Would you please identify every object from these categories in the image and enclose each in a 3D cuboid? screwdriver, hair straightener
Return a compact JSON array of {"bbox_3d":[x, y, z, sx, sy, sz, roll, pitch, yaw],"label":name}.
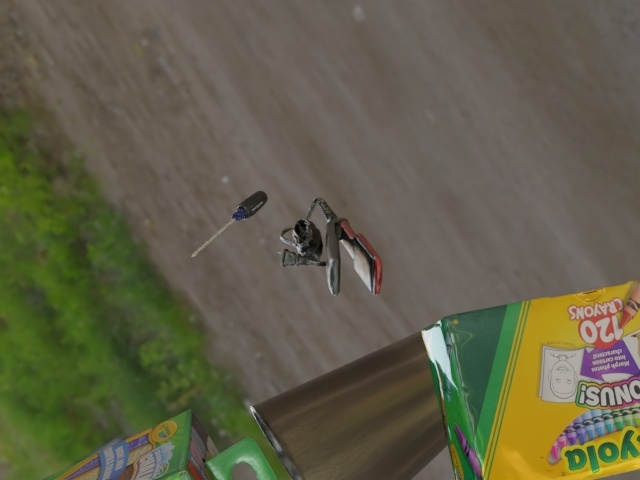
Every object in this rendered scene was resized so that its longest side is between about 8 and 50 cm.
[{"bbox_3d":[-0.113,-0.022,1.865,0.024,0.170,0.025,31,124,13],"label":"screwdriver"},{"bbox_3d":[0.000,0.000,1.529,0.230,0.089,0.047,-113,23,-67],"label":"hair straightener"}]

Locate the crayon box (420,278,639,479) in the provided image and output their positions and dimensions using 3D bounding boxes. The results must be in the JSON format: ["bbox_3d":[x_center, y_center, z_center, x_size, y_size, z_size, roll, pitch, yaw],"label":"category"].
[{"bbox_3d":[0.245,0.129,1.353,0.081,0.278,0.165,136,123,-72],"label":"crayon box"}]

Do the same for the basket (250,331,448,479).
[{"bbox_3d":[0.064,0.225,1.824,0.204,0.227,0.154,59,171,-9],"label":"basket"}]

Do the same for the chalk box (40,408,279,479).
[{"bbox_3d":[-0.192,0.344,1.864,0.180,0.289,0.179,62,-172,-17],"label":"chalk box"}]
